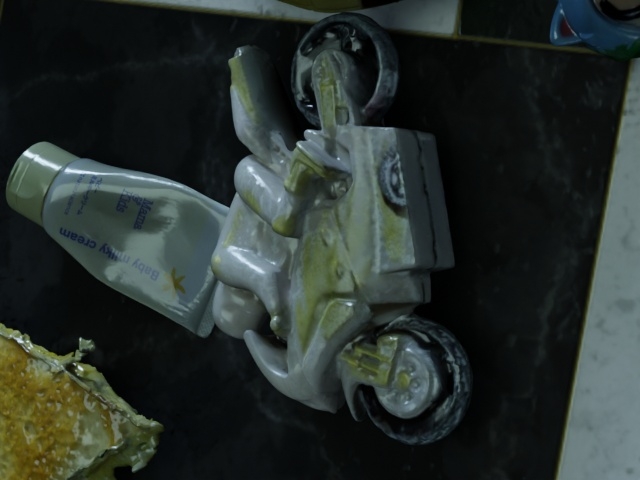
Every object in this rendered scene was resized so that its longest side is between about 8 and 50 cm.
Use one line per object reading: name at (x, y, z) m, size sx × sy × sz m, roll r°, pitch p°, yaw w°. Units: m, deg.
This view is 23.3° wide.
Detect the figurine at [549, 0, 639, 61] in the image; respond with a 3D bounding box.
figurine at (0.223, -0.217, 1.072) m, size 0.144 × 0.114 × 0.178 m, roll -20°, pitch 63°, yaw 60°

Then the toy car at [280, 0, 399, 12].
toy car at (-0.004, -0.244, 1.204) m, size 0.257 × 0.101 × 0.124 m, roll 24°, pitch 63°, yaw 35°

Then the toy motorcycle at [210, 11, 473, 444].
toy motorcycle at (0.000, 0.000, 1.213) m, size 0.223 × 0.108 × 0.340 m, roll -16°, pitch 80°, yaw 34°

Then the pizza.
pizza at (-0.250, 0.178, 1.389) m, size 0.288 × 0.075 × 0.279 m, roll 2°, pitch 92°, yaw 32°

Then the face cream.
face cream at (-0.168, -0.013, 1.357) m, size 0.224 × 0.070 × 0.114 m, roll 28°, pitch 102°, yaw 23°
